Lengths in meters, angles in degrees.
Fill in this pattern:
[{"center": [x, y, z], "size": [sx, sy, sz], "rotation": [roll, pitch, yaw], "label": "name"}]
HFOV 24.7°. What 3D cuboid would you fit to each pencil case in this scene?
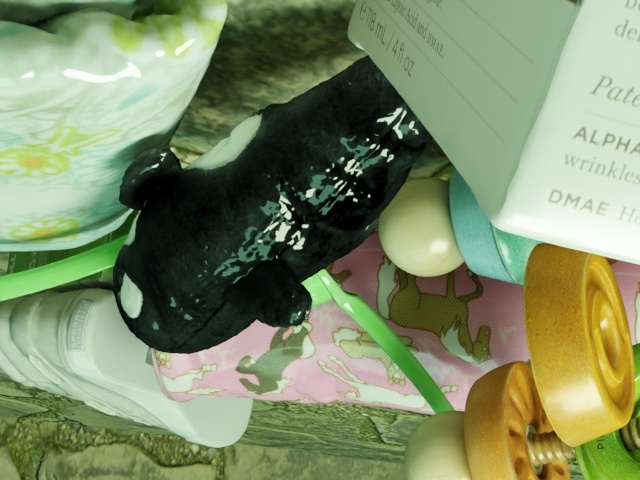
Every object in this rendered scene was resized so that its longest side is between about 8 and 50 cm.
[{"center": [0.073, 0.052, 1.003], "size": [0.386, 0.160, 0.167], "rotation": [4, 139, 10], "label": "pencil case"}]

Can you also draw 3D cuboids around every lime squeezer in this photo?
[{"center": [-0.039, 0.029, 0.878], "size": [0.310, 0.110, 0.059], "rotation": [17, 165, -11], "label": "lime squeezer"}]

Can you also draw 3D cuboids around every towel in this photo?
[{"center": [-0.259, -0.063, 0.751], "size": [0.375, 0.090, 0.320], "rotation": [-1, 169, -16], "label": "towel"}]

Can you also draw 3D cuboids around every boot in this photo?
[{"center": [-0.161, 0.097, 1.180], "size": [0.123, 0.095, 0.258], "rotation": [4, 158, 30], "label": "boot"}]

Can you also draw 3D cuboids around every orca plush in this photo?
[{"center": [0.000, 0.000, 0.744], "size": [0.287, 0.102, 0.151], "rotation": [-26, 145, 22], "label": "orca plush"}]

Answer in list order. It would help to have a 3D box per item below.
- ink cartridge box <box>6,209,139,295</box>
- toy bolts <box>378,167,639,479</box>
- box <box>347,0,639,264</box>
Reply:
[{"center": [-0.186, 0.026, 1.195], "size": [0.109, 0.062, 0.209], "rotation": [19, 161, -38], "label": "ink cartridge box"}, {"center": [0.097, 0.039, 0.809], "size": [0.159, 0.228, 0.218], "rotation": [-11, 153, 24], "label": "toy bolts"}, {"center": [0.124, -0.071, 0.448], "size": [0.182, 0.119, 0.181], "rotation": [12, -160, -17], "label": "box"}]
